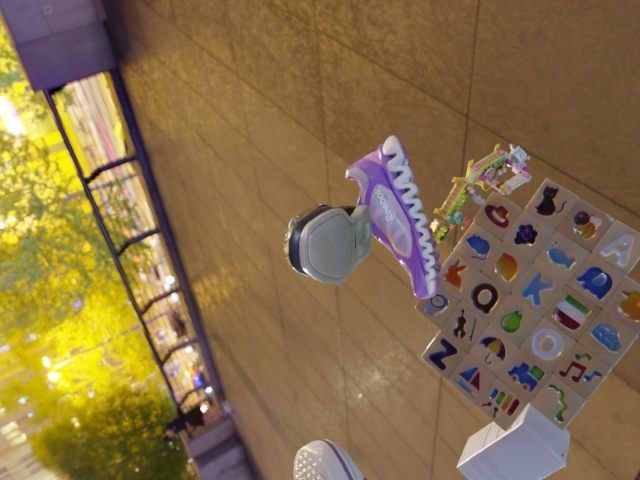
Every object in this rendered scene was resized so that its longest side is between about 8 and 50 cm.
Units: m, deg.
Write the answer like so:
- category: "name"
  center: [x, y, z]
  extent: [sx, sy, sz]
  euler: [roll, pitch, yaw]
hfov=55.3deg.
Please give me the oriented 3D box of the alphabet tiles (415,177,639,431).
- category: "alphabet tiles"
  center: [0.306, 0.095, 0.905]
  extent: [0.285, 0.011, 0.342]
  euler: [40, 106, 31]

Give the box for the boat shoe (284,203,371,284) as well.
- category: "boat shoe"
  center: [0.000, 0.000, 0.684]
  extent: [0.233, 0.079, 0.084]
  euler: [-24, -64, -73]

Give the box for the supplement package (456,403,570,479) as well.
- category: "supplement package"
  center: [0.368, 0.401, 1.166]
  extent: [0.105, 0.105, 0.179]
  euler: [47, 121, 7]

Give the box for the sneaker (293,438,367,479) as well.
- category: "sneaker"
  center: [0.089, 0.304, 0.616]
  extent: [0.102, 0.161, 0.282]
  euler: [-27, 89, 56]

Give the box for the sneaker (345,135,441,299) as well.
- category: "sneaker"
  center: [0.102, -0.025, 0.877]
  extent: [0.095, 0.105, 0.236]
  euler: [11, -119, -76]

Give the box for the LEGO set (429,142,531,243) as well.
- category: "LEGO set"
  center: [0.352, -0.093, 1.319]
  extent: [0.107, 0.287, 0.132]
  euler: [45, 177, 32]
